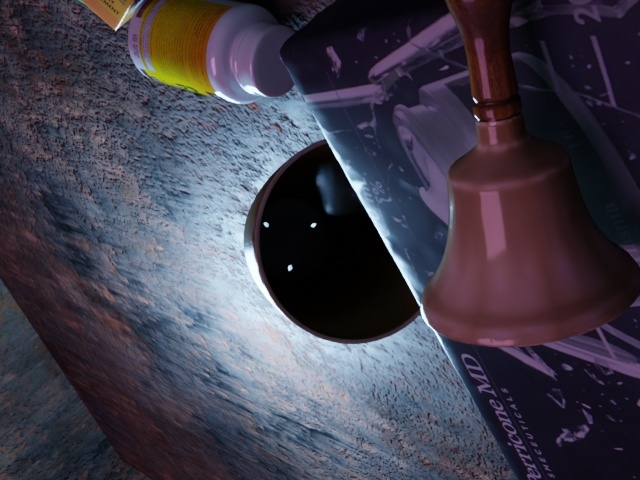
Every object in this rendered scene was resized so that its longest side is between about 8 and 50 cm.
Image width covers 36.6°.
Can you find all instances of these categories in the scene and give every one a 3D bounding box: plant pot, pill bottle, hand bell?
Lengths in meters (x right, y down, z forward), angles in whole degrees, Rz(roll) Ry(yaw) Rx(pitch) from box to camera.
[{"bbox_3d":[0.000,0.000,1.212,0.237,0.237,0.254,53,165,-11],"label":"plant pot"},{"bbox_3d":[-0.125,-0.231,1.164,0.215,0.117,0.117,21,142,39],"label":"pill bottle"},{"bbox_3d":[0.093,-0.079,0.510,0.126,0.126,0.242,11,123,47],"label":"hand bell"}]

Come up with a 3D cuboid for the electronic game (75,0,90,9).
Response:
[{"bbox_3d":[-0.332,-0.407,1.292,0.229,0.048,0.229,33,149,23],"label":"electronic game"}]

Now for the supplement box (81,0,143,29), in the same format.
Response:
[{"bbox_3d":[-0.212,-0.350,1.139,0.078,0.080,0.233,41,142,-8],"label":"supplement box"}]

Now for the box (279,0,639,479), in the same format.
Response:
[{"bbox_3d":[0.304,-0.032,0.668,0.471,0.297,0.480,2,129,54],"label":"box"}]
